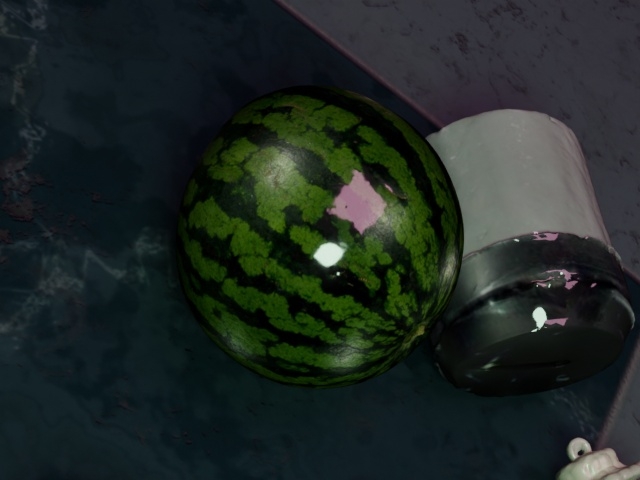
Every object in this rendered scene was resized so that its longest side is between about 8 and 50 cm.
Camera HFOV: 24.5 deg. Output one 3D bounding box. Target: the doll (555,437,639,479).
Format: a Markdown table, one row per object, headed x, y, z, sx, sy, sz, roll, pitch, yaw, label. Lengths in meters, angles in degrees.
| x | y | z | sx | sy | sz | roll | pitch | yaw | label |
| --- | --- | --- | --- | --- | --- | --- | --- | --- | --- |
| 0.324 | 0.336 | 1.504 | 0.138 | 0.119 | 0.293 | -23 | 75 | -13 | doll |

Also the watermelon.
| x | y | z | sx | sy | sz | roll | pitch | yaw | label |
| --- | --- | --- | --- | --- | --- | --- | --- | --- | --- |
| 0.000 | 0.000 | 1.429 | 0.285 | 0.285 | 0.285 | 17 | 50 | -21 | watermelon |

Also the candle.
| x | y | z | sx | sy | sz | roll | pitch | yaw | label |
| --- | --- | --- | --- | --- | --- | --- | --- | --- | --- |
| 0.202 | -0.011 | 1.606 | 0.221 | 0.221 | 0.342 | 9 | 53 | -27 | candle |
